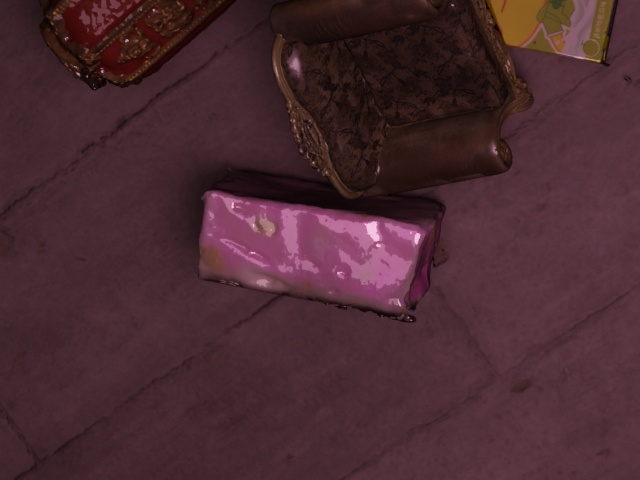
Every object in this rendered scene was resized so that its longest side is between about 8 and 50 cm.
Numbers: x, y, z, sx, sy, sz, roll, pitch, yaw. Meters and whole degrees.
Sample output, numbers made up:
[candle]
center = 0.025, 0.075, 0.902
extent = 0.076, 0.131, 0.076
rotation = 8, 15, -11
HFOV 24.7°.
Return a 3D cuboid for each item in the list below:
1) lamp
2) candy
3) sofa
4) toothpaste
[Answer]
[lamp]
center = -0.192, -0.296, 1.643
extent = 0.274, 0.177, 0.177
rotation = -40, 90, 16
[candy]
center = 0.000, 0.000, 1.651
extent = 0.265, 0.155, 0.116
rotation = 10, 107, 10
[sofa]
center = 0.086, -0.168, 1.533
extent = 0.200, 0.182, 0.258
rotation = -10, 128, 27
[toothpaste]
center = 0.169, -0.277, 1.615
extent = 0.327, 0.077, 0.110
rotation = 12, 102, 9
